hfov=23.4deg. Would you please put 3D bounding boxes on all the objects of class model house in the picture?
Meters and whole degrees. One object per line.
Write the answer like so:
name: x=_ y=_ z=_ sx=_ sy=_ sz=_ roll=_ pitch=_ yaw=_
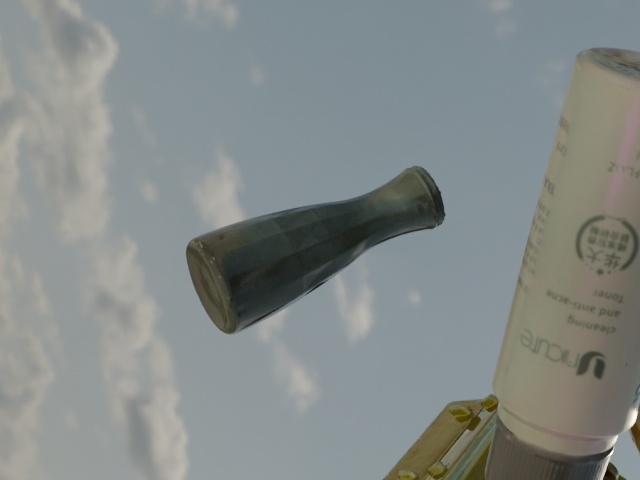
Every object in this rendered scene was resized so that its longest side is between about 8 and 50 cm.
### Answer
model house: x=0.250 y=0.297 z=1.691 sx=0.340 sy=0.300 sz=0.323 roll=30 pitch=-27 yaw=25

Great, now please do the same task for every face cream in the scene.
face cream: x=0.155 y=0.047 z=0.906 sx=0.092 sy=0.092 sz=0.311 roll=-132 pitch=-130 yaw=-57

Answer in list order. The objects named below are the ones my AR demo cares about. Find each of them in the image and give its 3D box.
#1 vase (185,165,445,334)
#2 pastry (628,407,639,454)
vase: x=0.000 y=0.000 z=1.292 sx=0.086 sy=0.214 sz=0.086 roll=54 pitch=-22 yaw=34
pastry: x=0.526 y=0.152 z=1.722 sx=0.388 sy=0.313 sz=0.388 roll=-173 pitch=-90 yaw=-69
